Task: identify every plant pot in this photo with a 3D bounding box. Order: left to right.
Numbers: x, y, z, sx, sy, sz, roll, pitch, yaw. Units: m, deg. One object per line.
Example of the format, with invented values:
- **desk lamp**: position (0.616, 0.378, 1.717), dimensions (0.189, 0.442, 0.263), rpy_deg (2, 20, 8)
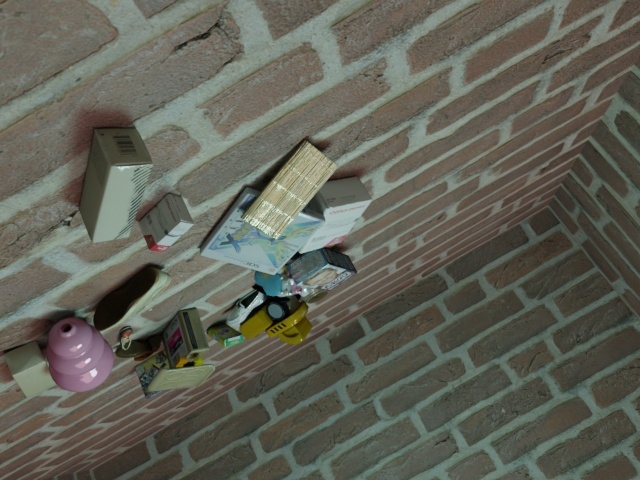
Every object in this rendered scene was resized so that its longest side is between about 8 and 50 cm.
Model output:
- **plant pot**: position (-0.038, 0.237, 2.430), dimensions (0.237, 0.110, 0.237), rpy_deg (-25, 157, -12)

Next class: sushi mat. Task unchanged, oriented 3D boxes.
- **sushi mat**: position (-0.094, -0.146, 1.488), dimensions (0.151, 0.019, 0.316), rpy_deg (30, 109, -38)

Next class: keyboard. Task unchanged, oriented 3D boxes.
- **keyboard**: position (-0.210, 0.245, 2.150), dimensions (0.100, 0.192, 0.038), rpy_deg (0, 106, -48)

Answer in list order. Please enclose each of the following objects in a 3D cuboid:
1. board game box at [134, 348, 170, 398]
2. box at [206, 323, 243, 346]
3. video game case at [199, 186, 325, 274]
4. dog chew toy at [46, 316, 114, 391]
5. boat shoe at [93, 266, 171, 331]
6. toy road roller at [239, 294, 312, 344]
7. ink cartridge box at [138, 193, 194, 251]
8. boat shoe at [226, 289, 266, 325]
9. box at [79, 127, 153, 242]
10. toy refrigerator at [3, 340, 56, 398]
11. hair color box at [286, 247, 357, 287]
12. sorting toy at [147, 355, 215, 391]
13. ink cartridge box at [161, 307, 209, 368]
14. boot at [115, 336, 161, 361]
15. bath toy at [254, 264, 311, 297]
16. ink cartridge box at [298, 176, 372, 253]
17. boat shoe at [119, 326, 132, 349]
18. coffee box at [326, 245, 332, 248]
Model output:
- **board game box**: position (-0.732, 0.606, 2.293), dimensions (0.243, 0.165, 0.042), rpy_deg (-30, 158, 1)
- **box**: position (-0.460, 0.447, 2.339), dimensions (0.105, 0.179, 0.043), rpy_deg (-8, 106, -43)
- **video game case**: position (-0.195, -0.017, 1.633), dimensions (0.299, 0.036, 0.329), rpy_deg (18, 132, -33)
- **dog chew toy**: position (-0.819, 0.373, 1.651), dimensions (0.206, 0.207, 0.332), rpy_deg (-19, 147, -26)
- **boat shoe**: position (-0.626, 0.203, 1.630), dimensions (0.302, 0.109, 0.098), rpy_deg (-40, 156, 10)
- **toy road roller**: position (-0.192, 0.386, 2.301), dimensions (0.329, 0.241, 0.202), rpy_deg (-34, -175, 30)
- **ink cartridge box**: position (-0.422, -0.047, 1.341), dimensions (0.135, 0.099, 0.056), rpy_deg (-37, 157, 20)
- **boat shoe**: position (-0.352, 0.297, 2.230), dimensions (0.226, 0.083, 0.076), rpy_deg (-43, 147, 1)
- **box**: position (-0.470, -0.120, 1.112), dimensions (0.094, 0.113, 0.275), rpy_deg (-12, 154, -39)
- **toy refrigerator**: position (-1.012, 0.452, 1.711), dimensions (0.102, 0.094, 0.269), rpy_deg (-25, 159, -31)
- **hair color box**: position (0.015, 0.129, 2.162), dimensions (0.173, 0.105, 0.347), rpy_deg (-35, 158, 16)
- **sorting toy**: position (-0.561, 0.541, 2.023), dimensions (0.229, 0.041, 0.307), rpy_deg (7, 140, -35)
- **ink cartridge box**: position (-0.573, 0.427, 2.060), dimensions (0.088, 0.193, 0.235), rpy_deg (-2, 145, -41)
- **boot**: position (-0.782, 0.480, 2.085), dimensions (0.197, 0.073, 0.152), rpy_deg (-8, 154, -37)
- **bath toy**: position (-0.153, 0.174, 2.129), dimensions (0.128, 0.152, 0.348), rpy_deg (-1, 172, 22)
- **ink cartridge box**: position (0.031, -0.092, 1.782), dimensions (0.207, 0.117, 0.283), rpy_deg (-14, 153, -33)
- **boat shoe**: position (-0.767, 0.385, 1.932), dimensions (0.049, 0.043, 0.137), rpy_deg (-10, 150, -36)
- **coffee box**: position (0.000, 0.000, 2.049), dimensions (0.113, 0.040, 0.184), rpy_deg (-36, 158, 15)
